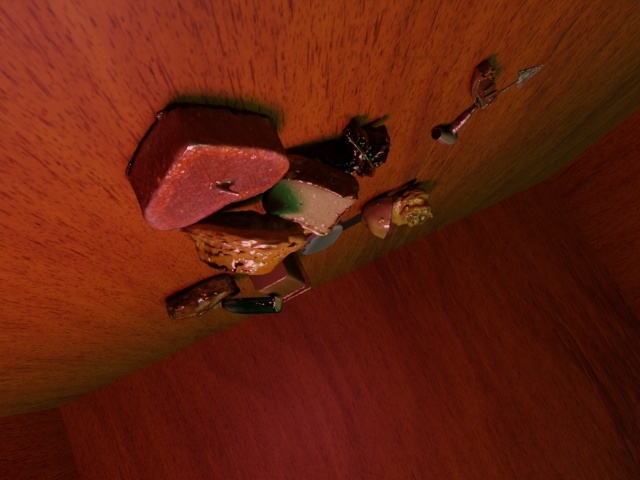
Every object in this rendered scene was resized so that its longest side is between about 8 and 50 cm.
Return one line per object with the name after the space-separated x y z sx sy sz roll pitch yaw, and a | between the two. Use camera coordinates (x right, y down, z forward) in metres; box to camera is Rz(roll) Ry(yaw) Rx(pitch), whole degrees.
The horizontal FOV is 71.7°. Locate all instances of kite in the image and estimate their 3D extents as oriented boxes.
0.597 -0.479 1.329 0.156 0.011 0.139 -31 164 17 | kite

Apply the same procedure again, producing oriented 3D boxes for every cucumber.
-0.284 0.271 1.819 0.243 0.063 0.115 -2 160 4 | cucumber

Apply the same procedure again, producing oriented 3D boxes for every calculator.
0.000 0.000 1.943 0.185 0.041 0.299 -19 164 -27 | calculator

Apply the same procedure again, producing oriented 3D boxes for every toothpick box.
-0.184 0.139 1.854 0.190 0.188 0.308 -27 163 6 | toothpick box

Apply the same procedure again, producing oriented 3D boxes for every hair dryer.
0.424 -0.365 1.382 0.154 0.054 0.106 -46 154 28 | hair dryer

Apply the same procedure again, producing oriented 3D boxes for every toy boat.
0.439 -0.403 1.181 0.064 0.072 0.206 -31 167 12 | toy boat

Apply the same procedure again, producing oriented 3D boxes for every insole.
0.343 -0.201 1.808 0.152 0.002 0.053 -44 168 -8 | insole

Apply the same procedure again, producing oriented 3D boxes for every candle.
-0.211 -0.140 0.852 0.316 0.132 0.287 -25 164 -8 | candle

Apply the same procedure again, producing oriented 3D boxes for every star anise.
0.094 -0.212 1.158 0.220 0.126 0.190 -18 168 -42 | star anise

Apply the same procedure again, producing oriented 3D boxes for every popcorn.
0.382 -0.138 1.908 0.197 0.156 0.198 -12 163 -4 | popcorn

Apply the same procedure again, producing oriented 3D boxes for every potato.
0.223 -0.098 1.818 0.117 0.182 0.202 7 173 -1 | potato

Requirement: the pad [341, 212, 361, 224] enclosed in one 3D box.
0.182 -0.104 1.975 0.211 0.003 0.143 -28 166 6 | pad

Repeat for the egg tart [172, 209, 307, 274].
-0.196 0.000 1.098 0.340 0.129 0.341 10 -167 -2 | egg tart

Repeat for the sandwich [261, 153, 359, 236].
-0.034 -0.115 1.166 0.226 0.087 0.251 16 155 -10 | sandwich

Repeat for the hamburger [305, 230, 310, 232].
-0.019 -0.098 1.401 0.213 0.108 0.214 -26 167 -7 | hamburger

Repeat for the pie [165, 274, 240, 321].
-0.486 0.246 1.841 0.288 0.103 0.355 -27 171 0 | pie
